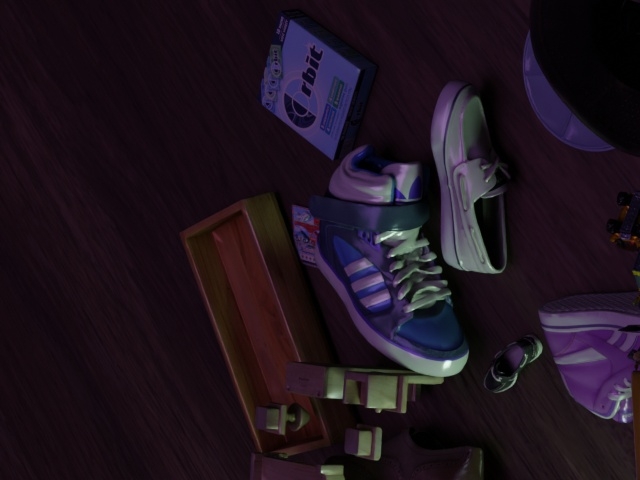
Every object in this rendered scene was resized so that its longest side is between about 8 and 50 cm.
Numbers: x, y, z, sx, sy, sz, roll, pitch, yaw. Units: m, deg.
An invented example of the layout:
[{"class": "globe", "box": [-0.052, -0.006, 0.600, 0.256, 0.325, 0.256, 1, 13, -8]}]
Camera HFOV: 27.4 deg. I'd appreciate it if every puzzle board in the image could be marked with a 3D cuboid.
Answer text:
[{"class": "puzzle board", "box": [0.000, 0.000, 2.059, 0.128, 0.011, 0.096, 15, 114, 45]}]

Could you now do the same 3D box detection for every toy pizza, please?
[{"class": "toy pizza", "box": [0.335, -0.210, 1.609, 0.201, 0.032, 0.201, 17, 115, 42]}]

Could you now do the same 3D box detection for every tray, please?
[{"class": "tray", "box": [-0.086, 0.145, 2.151, 0.203, 0.076, 0.411, -24, 85, 50]}]

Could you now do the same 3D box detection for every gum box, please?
[{"class": "gum box", "box": [-0.008, -0.235, 1.967, 0.184, 0.041, 0.157, 39, 129, 31]}]

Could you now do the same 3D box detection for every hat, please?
[{"class": "hat", "box": [0.374, -0.230, 1.438, 0.331, 0.331, 0.134, 61, 175, 13]}]

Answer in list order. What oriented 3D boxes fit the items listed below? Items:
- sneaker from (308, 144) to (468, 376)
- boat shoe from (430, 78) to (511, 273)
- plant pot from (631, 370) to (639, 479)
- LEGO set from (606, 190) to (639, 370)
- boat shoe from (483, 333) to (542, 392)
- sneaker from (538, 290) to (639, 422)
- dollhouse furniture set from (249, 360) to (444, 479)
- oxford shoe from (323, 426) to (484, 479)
[{"class": "sneaker", "box": [0.115, 0.011, 1.845, 0.323, 0.130, 0.236, 48, 137, 33]}, {"class": "boat shoe", "box": [0.208, -0.080, 1.744, 0.088, 0.096, 0.267, 14, 114, 40]}, {"class": "plant pot", "box": [0.473, 0.257, 1.461, 0.187, 0.212, 0.212, -8, 73, 27]}, {"class": "LEGO set", "box": [0.489, 0.027, 1.404, 0.331, 0.255, 0.192, 4, 150, 26]}, {"class": "boat shoe", "box": [0.258, 0.175, 1.814, 0.046, 0.038, 0.125, 59, 137, 16]}, {"class": "sneaker", "box": [0.400, 0.146, 1.614, 0.282, 0.102, 0.161, -5, 103, 59]}, {"class": "dollhouse furniture set", "box": [0.046, 0.362, 1.919, 0.303, 0.174, 0.355, -2, 84, 57]}, {"class": "oxford shoe", "box": [0.126, 0.351, 1.986, 0.364, 0.130, 0.132, 0, 70, 54]}]
